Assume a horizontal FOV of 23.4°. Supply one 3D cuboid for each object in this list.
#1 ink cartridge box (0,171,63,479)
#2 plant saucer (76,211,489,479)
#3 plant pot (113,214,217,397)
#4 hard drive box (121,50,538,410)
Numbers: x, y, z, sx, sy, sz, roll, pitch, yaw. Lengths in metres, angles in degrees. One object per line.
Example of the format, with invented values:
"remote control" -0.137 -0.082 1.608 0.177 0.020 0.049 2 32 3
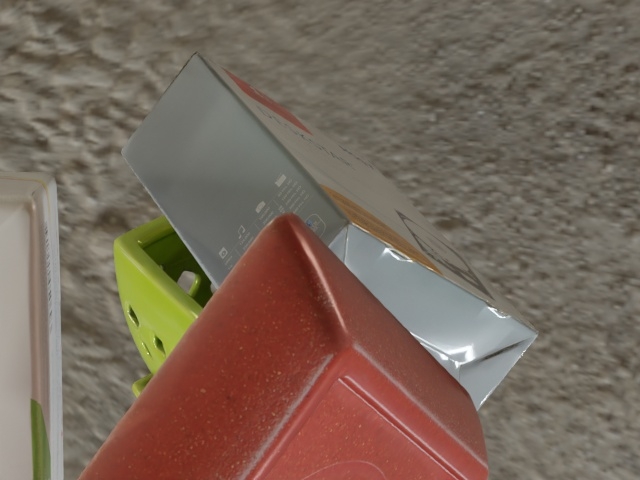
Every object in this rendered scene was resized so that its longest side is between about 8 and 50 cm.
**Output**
"ink cartridge box" -0.206 0.066 0.864 0.119 0.353 0.207 -1 94 -8
"plant saucer" -0.028 0.147 0.665 0.258 0.048 0.259 -54 150 -6
"plant pot" -0.033 0.097 1.363 0.227 0.228 0.207 -22 135 -33
"hard drive box" 0.000 0.000 0.982 0.181 0.232 0.089 29 102 -40
